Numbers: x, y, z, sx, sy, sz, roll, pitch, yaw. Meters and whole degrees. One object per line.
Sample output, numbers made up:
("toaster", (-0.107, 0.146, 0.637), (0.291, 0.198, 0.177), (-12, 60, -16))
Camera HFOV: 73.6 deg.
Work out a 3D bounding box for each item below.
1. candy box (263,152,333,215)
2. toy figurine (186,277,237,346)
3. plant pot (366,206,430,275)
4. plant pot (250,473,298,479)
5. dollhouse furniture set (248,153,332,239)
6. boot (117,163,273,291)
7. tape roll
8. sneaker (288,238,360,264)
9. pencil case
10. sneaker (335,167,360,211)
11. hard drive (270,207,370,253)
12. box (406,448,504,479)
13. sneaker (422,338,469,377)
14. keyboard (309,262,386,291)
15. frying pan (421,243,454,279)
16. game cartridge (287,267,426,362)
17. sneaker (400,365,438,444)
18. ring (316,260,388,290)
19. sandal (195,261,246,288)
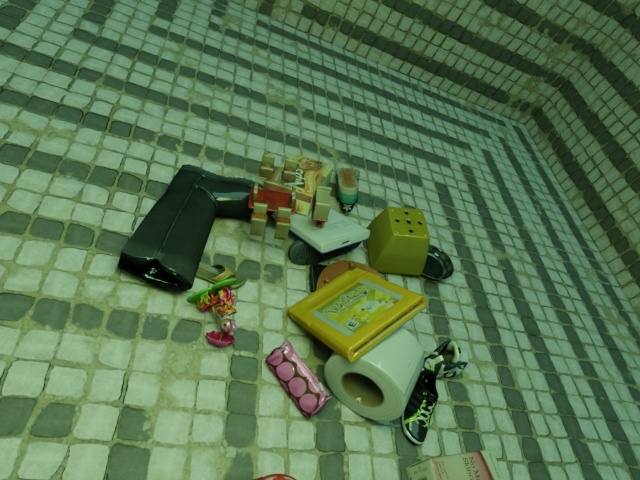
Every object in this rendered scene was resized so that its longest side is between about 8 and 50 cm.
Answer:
("candy box", (-0.079, -0.223, 1.633), (0.182, 0.088, 0.316), (18, 34, 7))
("toy figurine", (-0.271, 0.209, 1.182), (0.130, 0.173, 0.159), (-3, 67, -53))
("plant pot", (0.307, -0.011, 1.646), (0.212, 0.187, 0.212), (5, 51, -11))
("plant pot", (-0.115, 0.604, 0.910), (0.191, 0.174, 0.191), (15, 48, -17))
("dollhouse furniture set", (-0.101, -0.119, 1.381), (0.259, 0.135, 0.262), (9, 57, -9))
("boot", (-0.348, -0.034, 1.315), (0.366, 0.146, 0.445), (14, 39, -4))
("tape roll", (0.153, 0.364, 1.222), (0.246, 0.246, 0.169), (39, 44, 5))
("sneaker", (0.000, 0.000, 1.566), (0.318, 0.112, 0.131), (-12, 37, -35))
("pencil case", (-0.060, 0.378, 1.188), (0.209, 0.098, 0.095), (47, 45, 14))
("sneaker", (0.110, -0.221, 1.812), (0.108, 0.121, 0.302), (7, 28, 2))
("hard drive", (-0.010, -0.061, 1.520), (0.210, 0.040, 0.318), (-17, 35, -33))
("box", (0.378, 0.674, 1.172), (0.232, 0.127, 0.149), (6, 50, -26))
("sneaker", (0.446, 0.392, 1.436), (0.234, 0.153, 0.094), (3, 54, -29))
("keyboard", (0.111, 0.189, 1.501), (0.317, 0.033, 0.202), (13, 47, -20))
("frying pan", (0.392, 0.065, 1.760), (0.326, 0.053, 0.197), (23, 43, 2))
("game cartridge", (0.096, 0.196, 1.257), (0.285, 0.053, 0.323), (-30, 29, -25))
("sneaker", (0.307, 0.492, 1.300), (0.084, 0.097, 0.235), (24, 52, -10))
("ring", (0.143, 0.203, 1.464), (0.336, 0.032, 0.337), (16, 45, -17))
("sandal", (-0.313, 0.098, 1.312), (0.180, 0.049, 0.072), (20, 44, -14))
